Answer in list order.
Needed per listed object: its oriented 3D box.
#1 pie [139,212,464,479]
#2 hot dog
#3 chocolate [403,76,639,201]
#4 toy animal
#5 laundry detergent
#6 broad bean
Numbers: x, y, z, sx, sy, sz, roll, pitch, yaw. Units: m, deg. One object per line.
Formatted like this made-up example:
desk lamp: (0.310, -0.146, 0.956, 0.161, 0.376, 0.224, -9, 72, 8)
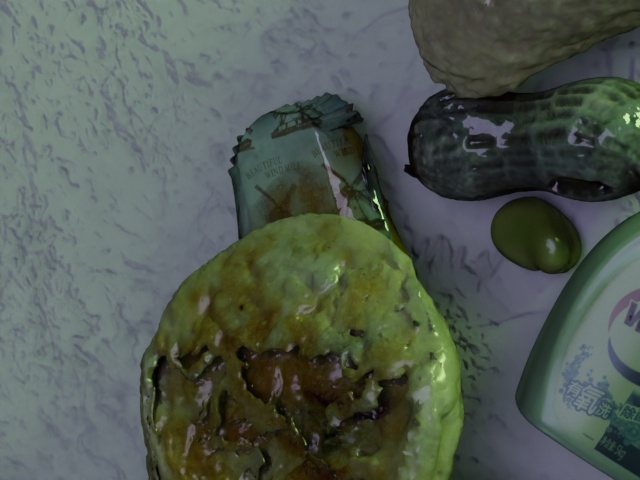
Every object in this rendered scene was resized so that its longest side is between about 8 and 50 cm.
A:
pie: (-0.026, 0.142, 1.114, 0.339, 0.077, 0.339, -7, 78, 34)
hot dog: (0.000, 0.000, 1.206, 0.162, 0.082, 0.271, -18, 82, 26)
chocolate: (0.185, -0.085, 1.109, 0.248, 0.110, 0.110, 3, 91, 24)
toy animal: (0.217, -0.277, 1.046, 0.358, 0.188, 0.227, -24, 71, 10)
laundry detergent: (0.305, 0.065, 1.049, 0.214, 0.105, 0.281, 33, 96, 1)
broad bean: (0.186, -0.004, 1.142, 0.083, 0.045, 0.063, 31, 114, 29)
